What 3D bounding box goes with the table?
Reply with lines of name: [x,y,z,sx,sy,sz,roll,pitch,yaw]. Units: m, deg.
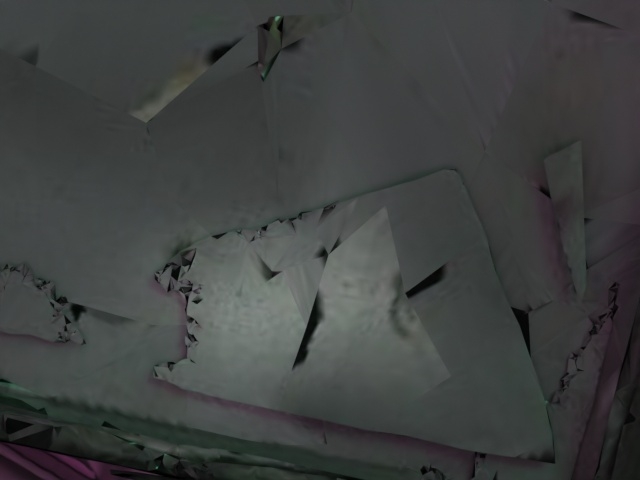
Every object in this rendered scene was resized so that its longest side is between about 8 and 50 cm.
table: [-0.059,-0.006,0.414,0.335,0.222,0.272,12,15,-2]
